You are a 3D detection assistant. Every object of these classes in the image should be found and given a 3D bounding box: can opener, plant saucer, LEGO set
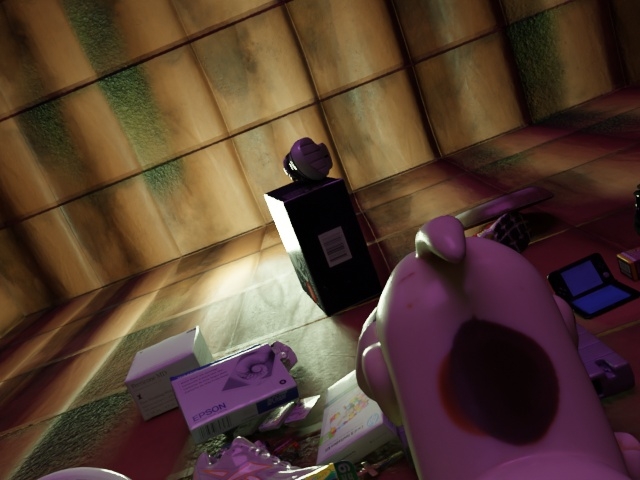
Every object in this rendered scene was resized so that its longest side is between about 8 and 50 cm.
[{"bbox_3d":[-0.146,0.323,1.202,0.093,0.074,0.280,-54,-9,36],"label":"can opener"},{"bbox_3d":[0.503,-0.088,1.537,0.310,0.050,0.310,-20,-5,-2],"label":"plant saucer"},{"bbox_3d":[-0.109,0.385,0.986,0.182,0.060,0.244,-23,7,27],"label":"LEGO set"}]

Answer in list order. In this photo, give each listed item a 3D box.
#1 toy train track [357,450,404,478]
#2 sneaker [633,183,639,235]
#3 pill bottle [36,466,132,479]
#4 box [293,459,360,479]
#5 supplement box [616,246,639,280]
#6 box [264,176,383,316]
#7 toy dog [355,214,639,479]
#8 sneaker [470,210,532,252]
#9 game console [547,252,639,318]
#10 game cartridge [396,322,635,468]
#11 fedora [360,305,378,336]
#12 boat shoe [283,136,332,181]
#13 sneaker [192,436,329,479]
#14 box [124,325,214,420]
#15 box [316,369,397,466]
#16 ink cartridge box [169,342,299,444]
[{"bbox_3d":[0.093,0.352,0.837,0.083,0.014,0.048,-20,7,-16],"label":"toy train track"},{"bbox_3d":[0.793,-0.113,1.077,0.447,0.169,0.257,-34,35,-32],"label":"sneaker"},{"bbox_3d":[-0.309,0.464,0.590,0.228,0.229,0.408,-23,15,-5],"label":"pill bottle"},{"bbox_3d":[-0.021,0.377,0.724,0.179,0.105,0.043,-23,8,-6],"label":"box"},{"bbox_3d":[0.651,0.041,1.082,0.083,0.043,0.055,-20,15,7],"label":"supplement box"},{"bbox_3d":[0.000,0.000,1.565,0.178,0.343,0.312,-23,13,-10],"label":"box"},{"bbox_3d":[0.203,0.205,0.524,0.284,0.396,0.408,-8,40,-2],"label":"toy dog"},{"bbox_3d":[0.434,0.005,1.415,0.279,0.107,0.118,-25,6,-23],"label":"sneaker"},{"bbox_3d":[0.530,0.086,1.052,0.122,0.107,0.071,-23,-14,-5],"label":"game console"},{"bbox_3d":[0.286,0.234,0.897,0.354,0.068,0.230,-21,11,2],"label":"game cartridge"},{"bbox_3d":[0.202,0.159,0.841,0.275,0.244,0.124,-5,41,-24],"label":"fedora"},{"bbox_3d":[-0.045,-0.212,1.530,0.119,0.121,0.335,-24,1,13],"label":"boat shoe"},{"bbox_3d":[-0.095,0.356,0.828,0.262,0.099,0.121,-16,53,16],"label":"sneaker"},{"bbox_3d":[-0.374,0.331,1.365,0.180,0.119,0.182,-23,15,-3],"label":"box"},{"bbox_3d":[0.064,0.290,0.920,0.145,0.038,0.186,-40,15,22],"label":"box"},{"bbox_3d":[-0.187,0.291,1.116,0.223,0.045,0.224,-19,28,-22],"label":"ink cartridge box"}]
